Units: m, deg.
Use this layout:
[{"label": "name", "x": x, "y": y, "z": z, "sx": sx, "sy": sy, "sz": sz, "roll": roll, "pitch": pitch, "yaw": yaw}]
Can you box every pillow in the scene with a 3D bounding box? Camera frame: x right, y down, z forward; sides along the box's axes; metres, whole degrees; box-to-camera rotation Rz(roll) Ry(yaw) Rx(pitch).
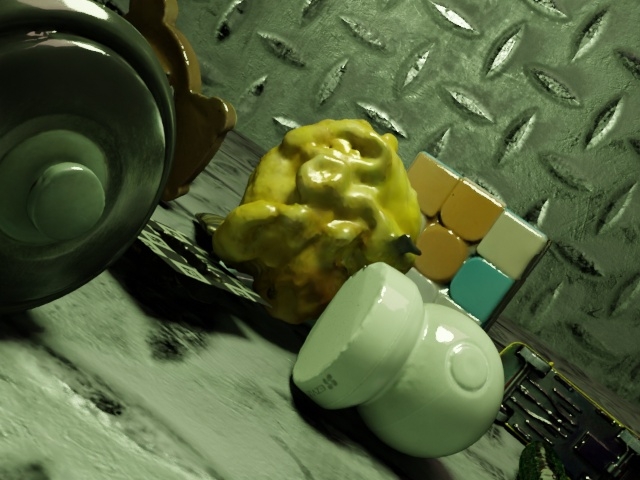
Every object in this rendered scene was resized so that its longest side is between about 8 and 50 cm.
[{"label": "pillow", "x": -0.110, "y": 0.013, "z": 1.286, "sx": 0.208, "sy": 0.052, "sz": 0.212, "roll": 26, "pitch": 1, "yaw": -17}]

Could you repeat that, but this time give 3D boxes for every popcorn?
[{"label": "popcorn", "x": 0.026, "y": -0.014, "z": 1.084, "sx": 0.281, "sy": 0.316, "sz": 0.297, "roll": 13, "pitch": -32, "yaw": 47}]

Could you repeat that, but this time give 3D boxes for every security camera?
[{"label": "security camera", "x": 0.109, "y": 0.162, "z": 0.932, "sx": 0.236, "sy": 0.195, "sz": 0.194, "roll": 36, "pitch": 8, "yaw": -9}]

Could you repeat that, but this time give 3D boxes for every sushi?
[{"label": "sushi", "x": -0.190, "y": 0.031, "z": 0.956, "sx": 0.215, "sy": 0.051, "sz": 0.192, "roll": 35, "pitch": 3, "yaw": 37}]

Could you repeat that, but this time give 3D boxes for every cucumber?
[{"label": "cucumber", "x": 0.320, "y": 0.348, "z": 1.085, "sx": 0.077, "sy": 0.077, "sz": 0.265, "roll": 36, "pitch": 7, "yaw": 10}]

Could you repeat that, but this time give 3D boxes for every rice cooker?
[{"label": "rice cooker", "x": -0.273, "y": -0.090, "z": 0.624, "sx": 0.316, "sy": 0.264, "sz": 0.317, "roll": 38, "pitch": -33, "yaw": 31}]

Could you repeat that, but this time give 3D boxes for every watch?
[{"label": "watch", "x": -0.352, "y": -0.236, "z": 1.205, "sx": 0.335, "sy": 0.314, "sz": 0.327, "roll": 49, "pitch": 25, "yaw": 16}]

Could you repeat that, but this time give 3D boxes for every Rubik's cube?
[{"label": "Rubik's cube", "x": 0.302, "y": 0.039, "z": 1.792, "sx": 0.344, "sy": 0.347, "sz": 0.346, "roll": 38, "pitch": 8, "yaw": 17}]

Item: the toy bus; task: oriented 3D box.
[{"label": "toy bus", "x": 0.449, "y": 0.337, "z": 1.403, "sx": 0.331, "sy": 0.145, "sz": 0.151, "roll": 41, "pitch": 9, "yaw": 23}]

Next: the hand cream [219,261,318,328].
[{"label": "hand cream", "x": -0.013, "y": 0.113, "z": 1.195, "sx": 0.331, "sy": 0.058, "sz": 0.085, "roll": 28, "pitch": 24, "yaw": -9}]
